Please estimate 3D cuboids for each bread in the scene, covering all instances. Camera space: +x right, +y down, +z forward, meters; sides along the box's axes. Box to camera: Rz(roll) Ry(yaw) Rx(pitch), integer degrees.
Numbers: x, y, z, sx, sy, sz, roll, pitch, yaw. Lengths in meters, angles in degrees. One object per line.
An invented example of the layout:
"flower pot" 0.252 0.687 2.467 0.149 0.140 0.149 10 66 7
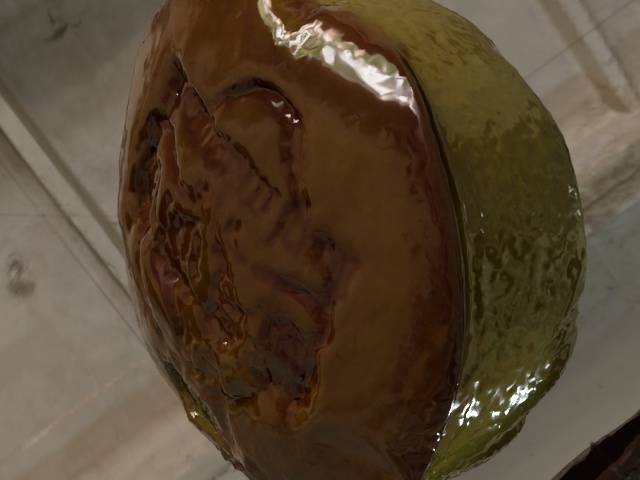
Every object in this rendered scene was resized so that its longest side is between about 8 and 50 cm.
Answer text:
"bread" 0.000 0.000 0.542 0.148 0.270 0.269 -12 -85 -37

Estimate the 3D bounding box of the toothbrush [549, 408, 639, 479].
"toothbrush" 0.114 0.151 0.559 0.041 0.041 0.364 31 -68 -12
